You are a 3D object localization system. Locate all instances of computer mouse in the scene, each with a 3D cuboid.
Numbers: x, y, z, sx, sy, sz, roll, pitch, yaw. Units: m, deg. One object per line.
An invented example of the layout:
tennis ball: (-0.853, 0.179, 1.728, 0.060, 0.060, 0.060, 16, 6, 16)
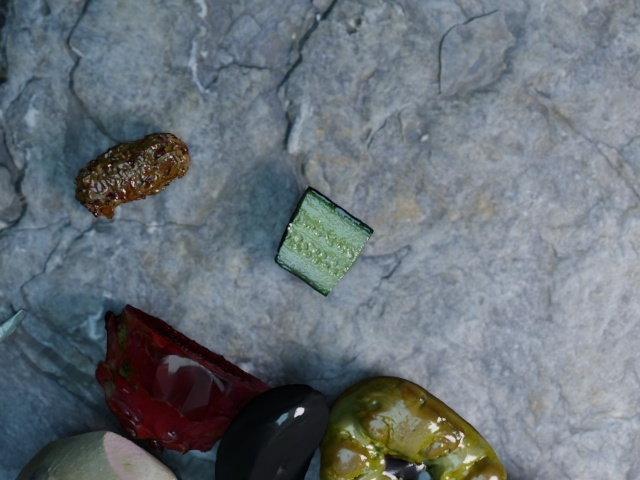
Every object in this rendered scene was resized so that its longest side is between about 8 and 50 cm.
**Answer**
computer mouse: (-0.071, 0.267, 1.325, 0.137, 0.270, 0.086, -22, 57, -33)

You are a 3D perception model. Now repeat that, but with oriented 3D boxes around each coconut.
coconut: (-0.306, 0.363, 1.308, 0.227, 0.227, 0.230, -41, 134, 1)

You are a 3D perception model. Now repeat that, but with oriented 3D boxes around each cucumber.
cucumber: (0.000, 0.000, 1.385, 0.115, 0.062, 0.116, 34, 100, -5)

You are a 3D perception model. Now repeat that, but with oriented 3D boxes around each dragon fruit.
dragon fruit: (-0.201, 0.194, 1.357, 0.261, 0.189, 0.163, 32, 62, -3)

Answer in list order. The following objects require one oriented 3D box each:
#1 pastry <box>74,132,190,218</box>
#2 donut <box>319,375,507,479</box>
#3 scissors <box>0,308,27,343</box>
pastry: (-0.258, -0.091, 1.355, 0.169, 0.063, 0.087, -29, 100, -2)
donut: (0.115, 0.310, 1.392, 0.261, 0.128, 0.208, 44, 92, -7)
scissors: (-0.548, 0.232, 1.383, 0.256, 0.029, 0.383, 35, 91, -11)
